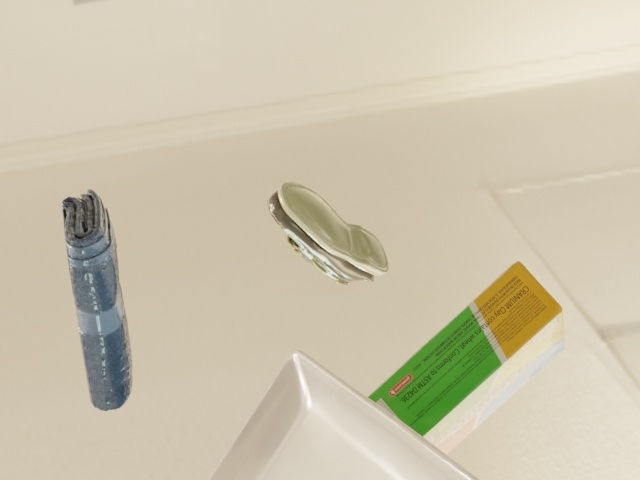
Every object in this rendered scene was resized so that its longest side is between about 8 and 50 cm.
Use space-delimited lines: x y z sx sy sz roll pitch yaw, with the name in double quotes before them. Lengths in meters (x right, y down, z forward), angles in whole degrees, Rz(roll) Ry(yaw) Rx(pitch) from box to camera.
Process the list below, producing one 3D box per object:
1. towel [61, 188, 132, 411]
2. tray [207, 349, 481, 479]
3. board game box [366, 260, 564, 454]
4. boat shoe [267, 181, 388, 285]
"towel" -0.128 0.036 0.603 0.029 0.119 0.067 -7 -149 -12
"tray" 0.009 0.164 0.571 0.145 0.030 0.270 -56 -153 -5
"board game box" 0.150 0.152 1.098 0.242 0.316 0.064 -43 -108 2
"boat shoe" 0.000 0.000 1.292 0.068 0.228 0.081 -26 -126 25
